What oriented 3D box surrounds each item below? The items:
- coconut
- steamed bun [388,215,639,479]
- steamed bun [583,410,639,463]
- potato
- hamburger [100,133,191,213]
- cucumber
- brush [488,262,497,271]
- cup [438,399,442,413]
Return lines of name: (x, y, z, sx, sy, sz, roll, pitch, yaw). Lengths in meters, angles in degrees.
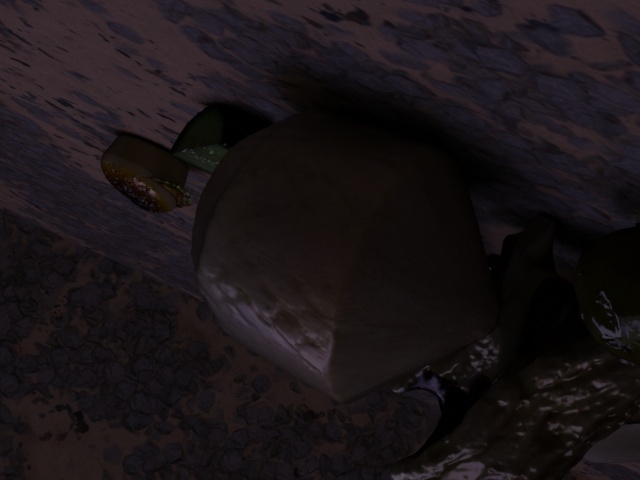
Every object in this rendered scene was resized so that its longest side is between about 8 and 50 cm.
coconut: (0.037, 0.018, 1.586, 0.329, 0.328, 0.329, 23, 170, 4)
steamed bun: (0.205, 0.126, 1.680, 0.189, 0.428, 0.247, 40, -155, -16)
steamed bun: (0.379, 0.151, 1.755, 0.242, 0.164, 0.146, -10, 152, 31)
potato: (0.374, 0.059, 1.420, 0.298, 0.141, 0.176, 9, 169, 24)
hamburger: (-0.245, -0.089, 2.209, 0.141, 0.081, 0.126, 28, 169, -19)
cucumber: (-0.042, -0.081, 1.832, 0.244, 0.063, 0.115, 28, 161, -23)
brush: (0.206, 0.069, 2.084, 0.070, 0.051, 0.323, 25, 170, 4)
cup: (0.250, 0.170, 1.936, 0.196, 0.196, 0.280, 20, -170, 21)
